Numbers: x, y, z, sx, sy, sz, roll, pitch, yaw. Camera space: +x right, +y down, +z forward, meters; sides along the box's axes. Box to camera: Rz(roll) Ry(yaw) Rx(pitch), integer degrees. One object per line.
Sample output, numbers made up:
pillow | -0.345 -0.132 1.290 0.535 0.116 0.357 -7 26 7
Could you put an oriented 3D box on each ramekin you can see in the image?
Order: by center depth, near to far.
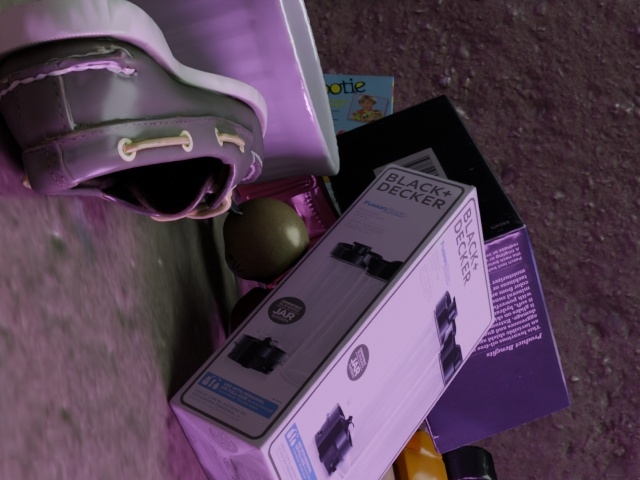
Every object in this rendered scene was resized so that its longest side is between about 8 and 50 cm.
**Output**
ramekin | -0.081 -0.176 0.829 0.277 0.135 0.277 -14 90 -84

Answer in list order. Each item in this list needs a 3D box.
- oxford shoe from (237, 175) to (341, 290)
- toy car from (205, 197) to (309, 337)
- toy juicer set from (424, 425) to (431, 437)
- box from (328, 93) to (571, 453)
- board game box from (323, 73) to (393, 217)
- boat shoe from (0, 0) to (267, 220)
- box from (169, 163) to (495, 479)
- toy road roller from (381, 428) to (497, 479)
oxford shoe | -0.024 -0.022 1.216 0.130 0.123 0.348 -98 174 -60
toy car | -0.061 0.020 0.908 0.188 0.149 0.155 49 0 4
toy juicer set | 0.137 0.226 1.594 0.329 0.089 0.209 36 12 3
box | 0.148 0.035 1.138 0.296 0.183 0.294 -106 174 -52
board game box | 0.032 -0.101 1.404 0.142 0.144 0.275 89 6 -53
boat shoe | -0.099 -0.057 0.577 0.305 0.109 0.091 19 59 -77
box | 0.027 0.092 0.760 0.290 0.087 0.169 -47 139 -33
toy road roller | 0.069 0.368 1.149 0.330 0.241 0.202 26 39 -33
